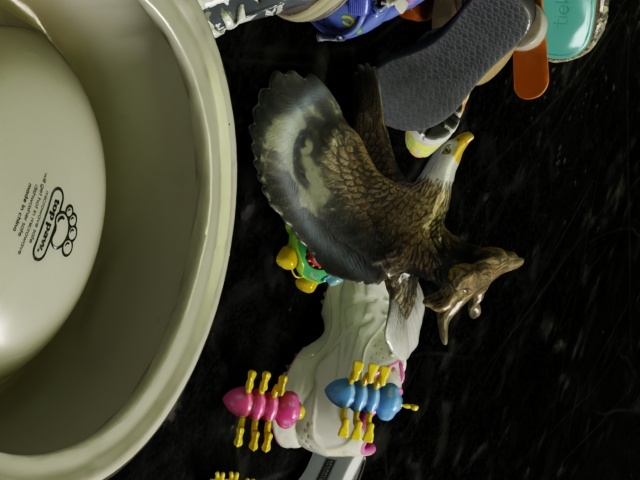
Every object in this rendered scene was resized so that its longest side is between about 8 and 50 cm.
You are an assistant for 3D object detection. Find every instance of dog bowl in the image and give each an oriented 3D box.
[{"bbox_3d":[-0.227,-0.025,1.075,0.408,0.150,0.408,-22,115,-59],"label":"dog bowl"}]

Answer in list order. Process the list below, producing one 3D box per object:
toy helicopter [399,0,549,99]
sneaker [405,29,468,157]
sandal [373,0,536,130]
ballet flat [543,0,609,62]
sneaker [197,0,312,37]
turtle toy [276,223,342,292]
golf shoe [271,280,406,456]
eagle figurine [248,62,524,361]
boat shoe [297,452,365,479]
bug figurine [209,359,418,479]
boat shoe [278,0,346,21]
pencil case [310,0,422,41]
[{"bbox_3d":[0.247,-0.333,1.815,0.355,0.140,0.235,-56,140,-18],"label":"toy helicopter"},{"bbox_3d":[0.149,-0.190,1.875,0.208,0.081,0.094,-62,177,-29],"label":"sneaker"},{"bbox_3d":[0.145,-0.203,1.687,0.097,0.254,0.054,44,41,-14],"label":"sandal"},{"bbox_3d":[0.336,-0.472,1.998,0.182,0.164,0.483,-76,171,-50],"label":"ballet flat"},{"bbox_3d":[-0.085,-0.189,1.293,0.094,0.153,0.235,-175,-84,-77],"label":"sneaker"},{"bbox_3d":[0.000,0.000,1.690,0.095,0.066,0.130,-62,141,-21],"label":"turtle toy"},{"bbox_3d":[0.057,0.123,1.804,0.306,0.140,0.115,-65,152,-17],"label":"golf shoe"},{"bbox_3d":[0.072,-0.045,1.616,0.225,0.298,0.226,-45,162,-20],"label":"eagle figurine"},{"bbox_3d":[-0.003,0.327,1.896,0.076,0.080,0.228,78,31,-44],"label":"boat shoe"},{"bbox_3d":[-0.021,0.253,1.680,0.072,0.216,0.279,-148,-106,-78],"label":"bug figurine"},{"bbox_3d":[0.020,-0.324,1.327,0.130,0.132,0.355,-10,147,-44],"label":"boat shoe"},{"bbox_3d":[0.107,-0.305,1.554,0.306,0.133,0.119,-28,144,-33],"label":"pencil case"}]
